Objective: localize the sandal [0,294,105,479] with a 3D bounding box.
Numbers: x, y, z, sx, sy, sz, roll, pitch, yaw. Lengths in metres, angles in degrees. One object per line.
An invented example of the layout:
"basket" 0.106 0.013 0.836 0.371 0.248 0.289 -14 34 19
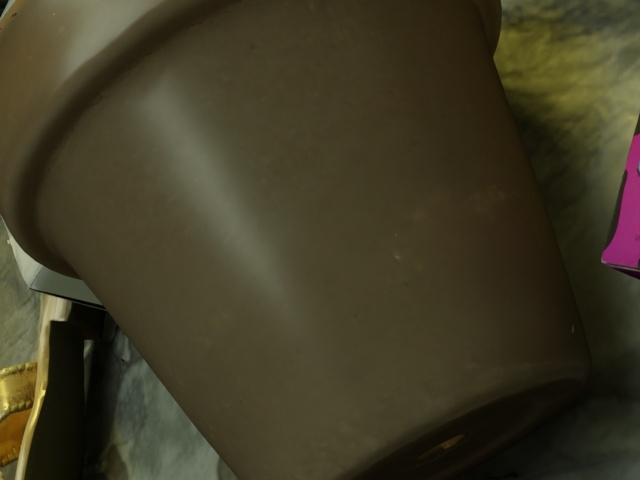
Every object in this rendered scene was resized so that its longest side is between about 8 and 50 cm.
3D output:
"sandal" -0.216 0.116 0.841 0.079 0.088 0.240 1 66 14

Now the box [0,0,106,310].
"box" -0.133 -0.115 0.814 0.231 0.127 0.262 -57 40 20

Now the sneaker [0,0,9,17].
"sneaker" -0.278 -0.249 1.077 0.146 0.122 0.330 161 112 -76

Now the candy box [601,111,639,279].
"candy box" 0.209 -0.085 0.414 0.159 0.071 0.233 12 86 53

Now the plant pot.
"plant pot" 0.000 0.000 0.530 0.263 0.263 0.229 -42 64 34
